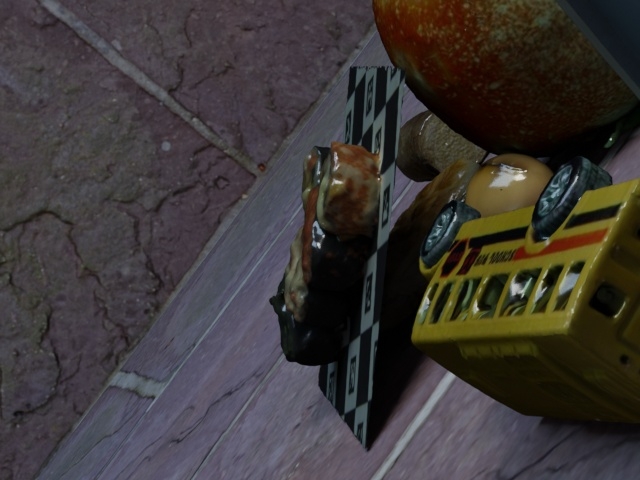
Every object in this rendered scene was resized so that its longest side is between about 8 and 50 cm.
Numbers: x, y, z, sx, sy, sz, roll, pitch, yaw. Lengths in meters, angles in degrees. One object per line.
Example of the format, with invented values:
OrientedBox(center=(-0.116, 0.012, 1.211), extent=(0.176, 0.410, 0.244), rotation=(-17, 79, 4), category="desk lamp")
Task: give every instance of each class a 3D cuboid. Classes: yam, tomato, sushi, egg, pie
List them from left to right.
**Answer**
OrientedBox(center=(0.000, 0.000, 1.610), extent=(0.339, 0.068, 0.320), rotation=(-140, 55, -81), category="sushi")
OrientedBox(center=(0.092, 0.007, 1.712), extent=(0.195, 0.046, 0.195), rotation=(-49, 10, 12), category="pie")
OrientedBox(center=(0.124, -0.102, 1.886), extent=(0.084, 0.084, 0.127), rotation=(-53, 11, -8), category="yam")
OrientedBox(center=(0.158, -0.035, 1.461), extent=(0.071, 0.071, 0.083), rotation=(-54, 21, -15), category="egg")
OrientedBox(center=(0.184, -0.219, 1.505), extent=(0.303, 0.239, 0.303), rotation=(-47, 13, 14), category="tomato")

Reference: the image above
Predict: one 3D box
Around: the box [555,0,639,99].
OrientedBox(center=(0.242, -0.181, 1.149), extent=(0.130, 0.227, 0.162), rotation=(-6, 44, 55), category="box")

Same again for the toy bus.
OrientedBox(center=(0.144, 0.039, 1.070), extent=(0.123, 0.121, 0.335), rotation=(-61, 11, -12), category="toy bus")
